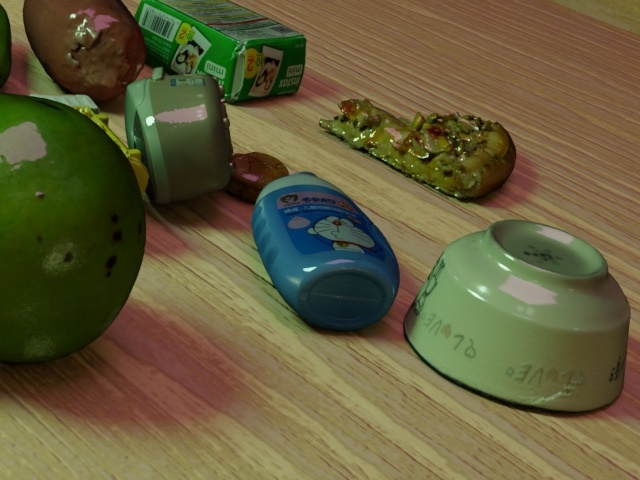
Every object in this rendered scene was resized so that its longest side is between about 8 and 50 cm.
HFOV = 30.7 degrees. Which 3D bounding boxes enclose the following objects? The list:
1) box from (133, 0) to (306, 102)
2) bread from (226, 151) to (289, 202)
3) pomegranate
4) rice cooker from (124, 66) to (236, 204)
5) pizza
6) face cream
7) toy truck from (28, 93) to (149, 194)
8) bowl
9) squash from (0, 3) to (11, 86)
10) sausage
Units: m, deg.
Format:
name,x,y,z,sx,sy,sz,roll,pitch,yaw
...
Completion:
name,x,y,z,sx,sy,sz,roll,pitch,yaw
box,-0.160,-0.305,1.824,0.250,0.103,0.180,30,29,31
bread,-0.081,-0.080,1.440,0.083,0.046,0.081,0,30,-29
pomegranate,-0.291,0.004,0.967,0.236,0.236,0.302,30,41,33
rice cooker,-0.165,-0.124,1.366,0.127,0.145,0.206,-6,25,-1
pizza,0.172,-0.153,1.702,0.287,0.074,0.251,30,26,30
face cream,0.000,0.000,1.263,0.149,0.083,0.264,8,24,-18
toy truck,-0.265,-0.090,1.284,0.098,0.114,0.227,-3,28,-31
bowl,0.214,0.062,1.191,0.237,0.126,0.238,12,24,-6
squash,-0.467,-0.266,1.607,0.082,0.082,0.292,5,27,-18
sausage,-0.337,-0.293,1.653,0.152,0.152,0.280,0,29,-26
